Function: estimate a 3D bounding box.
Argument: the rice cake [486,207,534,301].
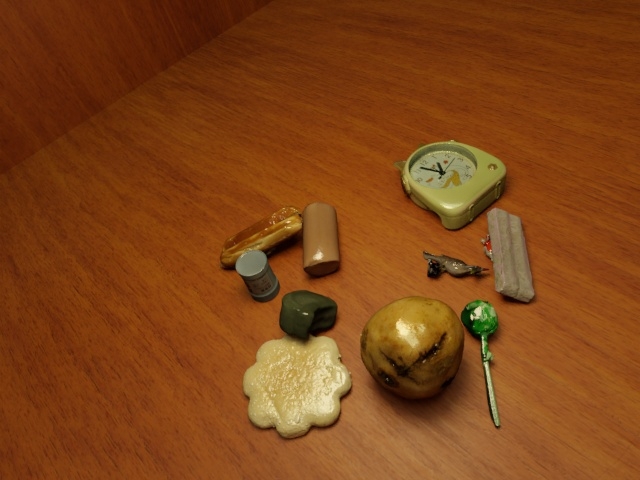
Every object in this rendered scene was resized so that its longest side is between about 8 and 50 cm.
[{"bbox_3d":[0.555,0.037,1.332,0.106,0.050,0.298,19,52,-11],"label":"rice cake"}]

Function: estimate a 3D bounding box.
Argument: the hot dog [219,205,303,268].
[{"bbox_3d":[-0.203,0.000,1.539,0.337,0.100,0.135,-29,34,13],"label":"hot dog"}]

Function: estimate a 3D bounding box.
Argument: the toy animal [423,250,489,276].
[{"bbox_3d":[0.398,0.075,1.360,0.202,0.070,0.105,6,34,24],"label":"toy animal"}]

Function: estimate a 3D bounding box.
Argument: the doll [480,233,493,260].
[{"bbox_3d":[0.521,0.024,1.386,0.057,0.039,0.114,23,47,-2],"label":"doll"}]

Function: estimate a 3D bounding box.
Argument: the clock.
[{"bbox_3d":[0.423,-0.215,1.558,0.286,0.117,0.348,-37,51,-15],"label":"clock"}]

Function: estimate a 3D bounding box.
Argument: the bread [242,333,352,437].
[{"bbox_3d":[-0.070,0.378,1.246,0.316,0.054,0.316,-8,51,10],"label":"bread"}]

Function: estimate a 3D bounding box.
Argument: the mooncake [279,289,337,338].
[{"bbox_3d":[-0.035,0.212,1.305,0.175,0.104,0.168,2,11,-24],"label":"mooncake"}]

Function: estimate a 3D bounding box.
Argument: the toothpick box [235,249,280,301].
[{"bbox_3d":[-0.195,0.114,1.429,0.101,0.153,0.101,-8,50,10],"label":"toothpick box"}]

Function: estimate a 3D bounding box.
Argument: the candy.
[{"bbox_3d":[0.427,0.307,1.167,0.097,0.097,0.323,-5,59,11],"label":"candy"}]

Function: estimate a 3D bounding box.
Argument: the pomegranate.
[{"bbox_3d":[0.226,0.264,1.130,0.260,0.260,0.260,-8,50,9],"label":"pomegranate"}]

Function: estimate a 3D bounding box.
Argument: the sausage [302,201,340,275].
[{"bbox_3d":[0.000,0.000,1.491,0.123,0.123,0.252,-8,51,8],"label":"sausage"}]
